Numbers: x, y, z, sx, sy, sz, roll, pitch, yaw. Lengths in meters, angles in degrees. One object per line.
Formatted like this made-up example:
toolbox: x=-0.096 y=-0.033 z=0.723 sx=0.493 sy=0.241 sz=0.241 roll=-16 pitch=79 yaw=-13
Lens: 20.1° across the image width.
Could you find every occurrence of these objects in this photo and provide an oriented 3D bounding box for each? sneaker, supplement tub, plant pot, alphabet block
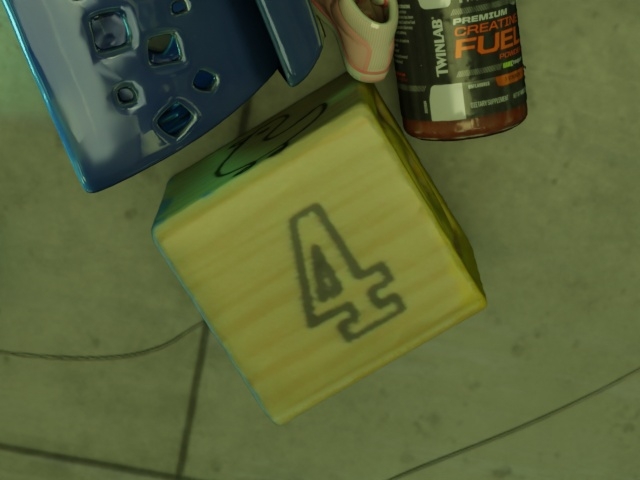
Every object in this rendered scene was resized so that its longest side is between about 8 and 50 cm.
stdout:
sneaker: x=0.027 y=-0.195 z=1.441 sx=0.051 sy=0.134 sz=0.070 roll=-10 pitch=142 yaw=-19
supplement tub: x=0.106 y=-0.185 z=1.457 sx=0.106 sy=0.106 sz=0.198 roll=-8 pitch=105 yaw=3
plant pot: x=-0.128 y=-0.195 z=1.398 sx=0.212 sy=0.236 sz=0.236 roll=-23 pitch=103 yaw=-1
alphabet block: x=0.000 y=0.000 z=1.464 sx=0.197 sy=0.192 sz=0.193 roll=-31 pitch=104 yaw=7
